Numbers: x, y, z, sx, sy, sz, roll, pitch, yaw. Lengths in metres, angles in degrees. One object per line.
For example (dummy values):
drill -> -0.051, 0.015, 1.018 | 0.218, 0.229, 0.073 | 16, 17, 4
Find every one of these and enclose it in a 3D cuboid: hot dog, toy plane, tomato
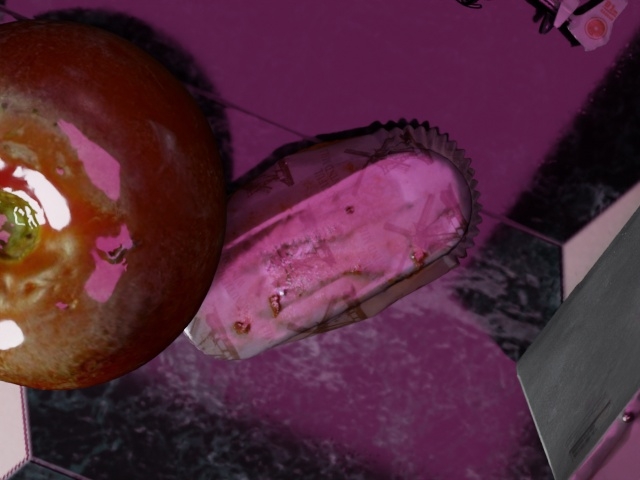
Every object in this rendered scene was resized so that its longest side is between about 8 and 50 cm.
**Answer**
hot dog -> 0.000, 0.000, 1.301 | 0.268, 0.075, 0.144 | -23, 95, 6
toy plane -> 0.144, -0.211, 1.281 | 0.197, 0.053, 0.078 | 36, 88, -3
tomato -> -0.197, -0.028, 1.215 | 0.270, 0.222, 0.270 | 2, 104, 9

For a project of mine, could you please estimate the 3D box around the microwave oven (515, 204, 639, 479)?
microwave oven -> 0.369, 0.030, 1.157 | 0.236, 0.374, 0.432 | 35, 100, -5
